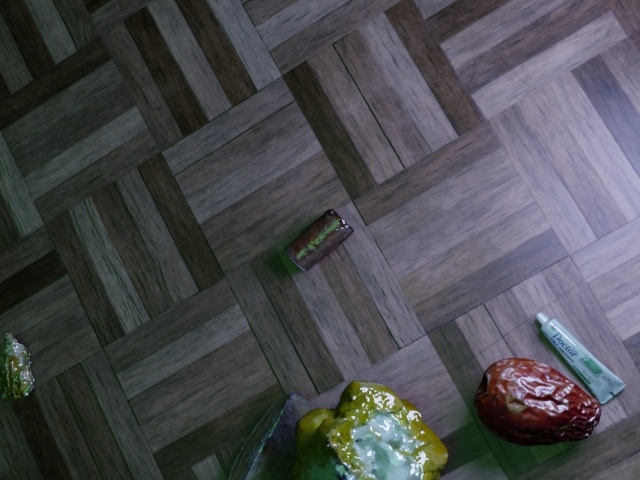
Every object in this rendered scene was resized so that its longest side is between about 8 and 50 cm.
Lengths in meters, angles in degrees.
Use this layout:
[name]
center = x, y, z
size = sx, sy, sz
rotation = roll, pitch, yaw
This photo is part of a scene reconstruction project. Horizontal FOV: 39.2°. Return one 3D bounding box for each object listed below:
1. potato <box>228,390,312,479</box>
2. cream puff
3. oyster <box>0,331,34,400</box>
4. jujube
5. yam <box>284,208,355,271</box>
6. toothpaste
[potato]
center = -0.100, 0.449, 1.910
size = 0.120, 0.100, 0.261
rotation = 37, 76, -22
[cream puff]
center = 0.098, 0.458, 1.790
size = 0.323, 0.270, 0.274
rotation = 57, 132, 14
[oyster]
center = -0.710, 0.302, 2.095
size = 0.122, 0.045, 0.146
rotation = 32, 92, 1
[jujube]
center = 0.422, 0.321, 1.754
size = 0.237, 0.168, 0.168
rotation = 15, 87, 0
[yam]
center = -0.001, -0.001, 1.931
size = 0.141, 0.079, 0.079
rotation = -42, 76, 7
[toothpaste]
center = 0.509, 0.228, 1.795
size = 0.064, 0.041, 0.218
rotation = -45, 78, 18
